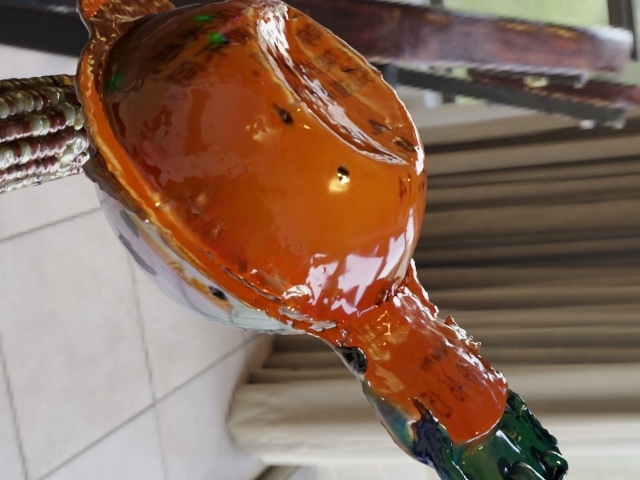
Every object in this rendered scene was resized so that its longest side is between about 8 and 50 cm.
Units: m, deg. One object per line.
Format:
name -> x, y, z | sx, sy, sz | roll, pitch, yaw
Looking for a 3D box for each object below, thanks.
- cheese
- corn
cheese -> 0.000, 0.000, 0.532 | 0.329, 0.129, 0.217 | 50, 29, 7
corn -> -0.186, -0.072, 0.734 | 0.237, 0.079, 0.079 | -17, 102, -51
